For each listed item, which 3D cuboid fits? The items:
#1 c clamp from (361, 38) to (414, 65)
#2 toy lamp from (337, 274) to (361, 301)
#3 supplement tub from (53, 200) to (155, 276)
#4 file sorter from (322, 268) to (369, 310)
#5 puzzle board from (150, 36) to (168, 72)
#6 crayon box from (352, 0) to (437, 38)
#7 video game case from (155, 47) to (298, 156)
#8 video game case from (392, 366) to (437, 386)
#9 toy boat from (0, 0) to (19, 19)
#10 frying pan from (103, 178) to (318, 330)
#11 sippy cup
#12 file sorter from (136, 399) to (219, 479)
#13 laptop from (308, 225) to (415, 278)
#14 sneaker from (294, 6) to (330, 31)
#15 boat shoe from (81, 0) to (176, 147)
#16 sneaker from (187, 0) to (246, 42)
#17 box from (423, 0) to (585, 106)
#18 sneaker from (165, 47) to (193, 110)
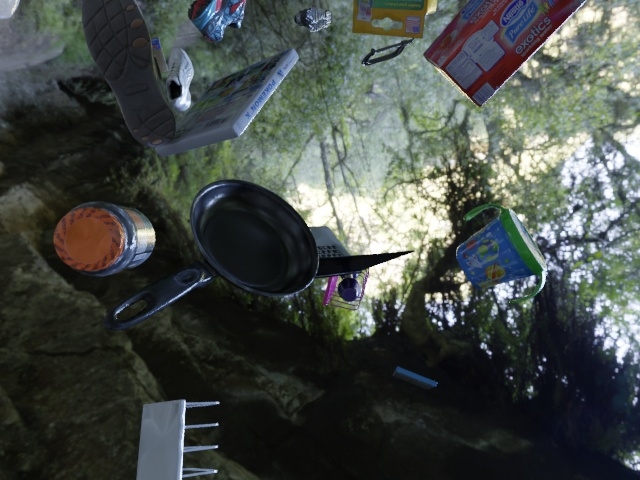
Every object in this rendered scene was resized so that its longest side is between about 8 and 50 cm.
[{"bbox_3d":[0.201,-0.571,1.270,0.160,0.022,0.137,-20,-178,-3],"label":"c clamp"},{"bbox_3d":[0.098,0.144,1.434,0.080,0.080,0.275,-10,-171,7],"label":"toy lamp"},{"bbox_3d":[-0.620,-0.006,1.237,0.206,0.207,0.338,-15,-177,-9],"label":"supplement tub"},{"bbox_3d":[0.144,0.216,2.184,0.182,0.202,0.290,14,-167,9],"label":"file sorter"},{"bbox_3d":[-0.518,-0.527,1.224,0.128,0.097,0.011,-17,-141,-15],"label":"puzzle board"},{"bbox_3d":[0.187,-0.679,1.027,0.202,0.323,0.083,18,-142,25],"label":"crayon box"},{"bbox_3d":[-0.240,-0.341,1.066,0.328,0.036,0.300,-1,-129,42],"label":"video game case"},{"bbox_3d":[0.280,0.417,1.277,0.119,0.166,0.015,18,-109,13],"label":"video game case"},{"bbox_3d":[-0.814,-0.715,1.055,0.148,0.268,0.318,30,-123,3],"label":"toy boat"},{"bbox_3d":[-0.103,0.038,0.544,0.053,0.197,0.326,-46,-162,38],"label":"frying pan"},{"bbox_3d":[0.591,0.047,1.421,0.224,0.240,0.306,-34,-148,29],"label":"sippy cup"},{"bbox_3d":[-0.429,0.647,1.306,0.192,0.278,0.173,-20,152,32],"label":"file sorter"},{"bbox_3d":[0.000,0.000,1.343,0.381,0.237,0.408,-2,-140,-35],"label":"laptop"},{"bbox_3d":[-0.059,-0.873,1.678,0.132,0.086,0.228,11,-152,23],"label":"sneaker"},{"bbox_3d":[-0.436,-0.393,0.969,0.132,0.356,0.130,-15,-156,-15],"label":"boat shoe"},{"bbox_3d":[-0.268,-0.680,1.219,0.104,0.125,0.262,25,-108,35],"label":"sneaker"},{"bbox_3d":[0.342,-0.407,0.808,0.257,0.128,0.123,-47,-153,23],"label":"box"},{"bbox_3d":[-0.537,-0.617,1.600,0.090,0.233,0.115,-2,-175,-1],"label":"sneaker"}]
